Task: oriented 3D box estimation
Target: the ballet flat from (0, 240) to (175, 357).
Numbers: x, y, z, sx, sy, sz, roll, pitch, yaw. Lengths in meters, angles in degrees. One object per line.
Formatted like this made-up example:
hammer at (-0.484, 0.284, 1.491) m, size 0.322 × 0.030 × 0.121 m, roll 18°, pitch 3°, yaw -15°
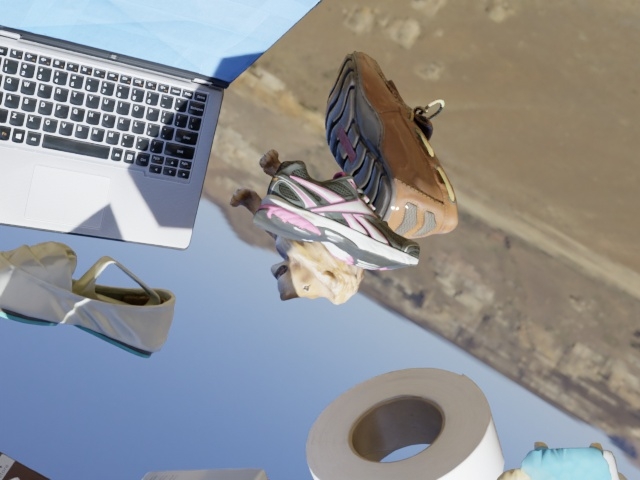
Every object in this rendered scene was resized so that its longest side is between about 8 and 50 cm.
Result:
ballet flat at (-0.379, 0.071, 1.645) m, size 0.400 × 0.139 × 0.139 m, roll 25°, pitch -174°, yaw -46°

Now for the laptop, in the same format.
laptop at (-0.255, -0.181, 1.444) m, size 0.382 × 0.407 × 0.236 m, roll 9°, pitch -172°, yaw -35°

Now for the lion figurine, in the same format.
lion figurine at (0.000, 0.000, 1.620) m, size 0.240 × 0.142 × 0.392 m, roll 43°, pitch -171°, yaw 14°

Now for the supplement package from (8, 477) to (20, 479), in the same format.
supplement package at (-0.363, 0.386, 1.244) m, size 0.179 × 0.105 × 0.105 m, roll -119°, pitch 8°, yaw -48°

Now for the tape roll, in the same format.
tape roll at (0.126, 0.314, 1.608) m, size 0.286 × 0.286 × 0.100 m, roll 34°, pitch 148°, yaw 58°

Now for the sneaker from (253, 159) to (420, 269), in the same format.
sneaker at (0.027, -0.026, 1.046) m, size 0.178 × 0.077 × 0.072 m, roll 23°, pitch 164°, yaw -30°

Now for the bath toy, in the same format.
bath toy at (0.307, 0.333, 1.330) m, size 0.151 × 0.129 × 0.348 m, roll -4°, pitch 161°, yaw 22°

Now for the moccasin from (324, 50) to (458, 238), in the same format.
moccasin at (0.105, -0.148, 1.571) m, size 0.147 × 0.139 × 0.380 m, roll 7°, pitch -147°, yaw -24°

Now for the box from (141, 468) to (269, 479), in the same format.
box at (-0.150, 0.349, 1.172) m, size 0.182 × 0.181 × 0.119 m, roll -10°, pitch 111°, yaw 34°

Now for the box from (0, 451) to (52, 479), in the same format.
box at (-0.418, 0.404, 1.473) m, size 0.203 × 0.168 × 0.167 m, roll 22°, pitch 157°, yaw 20°
